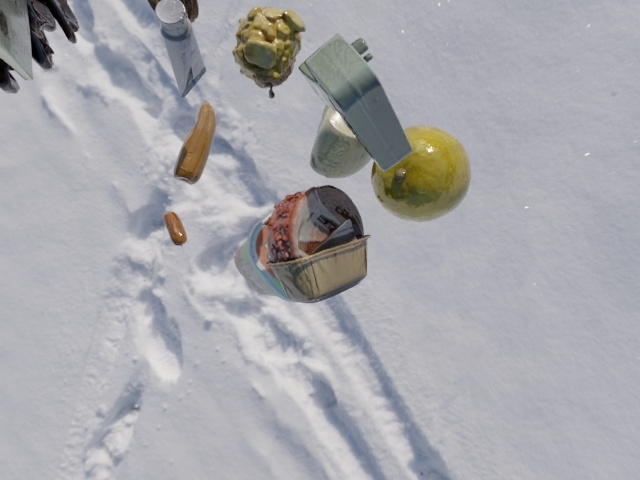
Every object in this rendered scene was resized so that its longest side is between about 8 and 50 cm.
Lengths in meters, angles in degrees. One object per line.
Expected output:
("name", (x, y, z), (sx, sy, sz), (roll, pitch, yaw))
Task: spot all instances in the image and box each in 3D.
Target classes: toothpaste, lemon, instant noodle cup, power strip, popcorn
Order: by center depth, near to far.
("power strip", (0.074, -0.292, 0.839), (0.141, 0.229, 0.261), (-36, 53, 9))
("popcorn", (-0.111, -0.400, 0.897), (0.140, 0.194, 0.164), (21, 118, -4))
("toothpaste", (-0.345, -0.476, 1.105), (0.073, 0.299, 0.114), (32, 77, 0))
("instant noodle cup", (-0.121, 0.048, 1.362), (0.293, 0.307, 0.294), (4, 80, -24))
("lemon", (0.329, -0.219, 1.457), (0.347, 0.348, 0.349), (1, 93, 17))

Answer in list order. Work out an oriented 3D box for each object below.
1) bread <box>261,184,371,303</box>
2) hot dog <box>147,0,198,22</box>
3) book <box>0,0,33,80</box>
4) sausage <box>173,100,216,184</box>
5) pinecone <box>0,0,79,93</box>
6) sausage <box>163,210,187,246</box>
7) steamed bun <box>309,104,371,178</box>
("bread", (0.000, 0.000, 0.858), (0.142, 0.224, 0.212), (-3, 101, 49))
("hot dog", (-0.502, -0.842, 1.452), (0.175, 0.114, 0.259), (-26, 81, 26))
("book", (-0.327, -0.273, 0.451), (0.014, 0.127, 0.182), (-5, 95, -19))
("sausage", (-0.498, -0.405, 1.788), (0.115, 0.134, 0.355), (18, 81, -10))
("pinecone", (-0.501, -0.393, 0.589), (0.396, 0.397, 0.399), (1, 93, 17))
("sausage", (-0.545, -0.050, 1.639), (0.183, 0.062, 0.054), (61, 151, 30))
("steamed bun", (0.113, -0.382, 1.678), (0.271, 0.290, 0.274), (16, 58, -2))
